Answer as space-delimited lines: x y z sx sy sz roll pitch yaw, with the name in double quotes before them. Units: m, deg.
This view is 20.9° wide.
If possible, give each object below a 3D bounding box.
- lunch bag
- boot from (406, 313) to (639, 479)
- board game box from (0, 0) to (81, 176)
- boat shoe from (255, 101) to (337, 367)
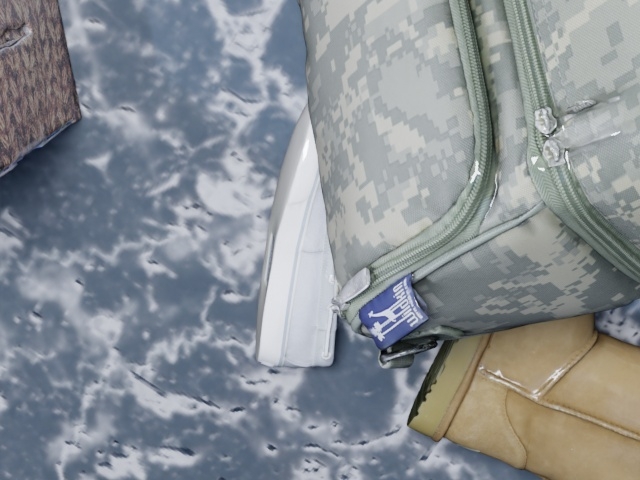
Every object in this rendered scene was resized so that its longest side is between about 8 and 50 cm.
"lunch bag" 0.110 -0.101 0.973 0.256 0.212 0.305 -21 65 26
"boot" 0.221 0.083 1.119 0.269 0.089 0.236 24 113 -1
"board game box" -0.325 -0.098 1.059 0.291 0.232 0.141 -8 103 9
"boat shoe" 0.000 0.000 1.134 0.063 0.066 0.184 7 104 -9
